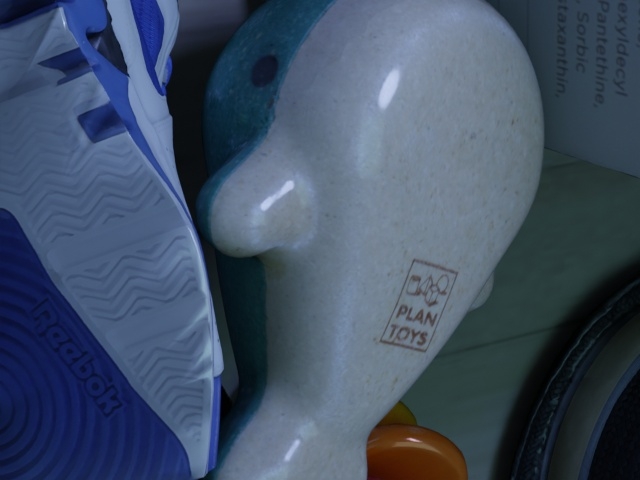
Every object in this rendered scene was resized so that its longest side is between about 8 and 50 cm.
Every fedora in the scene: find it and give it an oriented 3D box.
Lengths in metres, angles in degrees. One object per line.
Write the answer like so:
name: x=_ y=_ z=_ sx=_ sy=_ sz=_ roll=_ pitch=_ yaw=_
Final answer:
fedora: x=0.275 y=0.176 z=1.197 sx=0.334 sy=0.152 sz=0.334 roll=-15 pitch=117 yaw=-32

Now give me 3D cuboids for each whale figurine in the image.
whale figurine: x=0.000 y=0.000 z=0.876 sx=0.216 sy=0.141 sz=0.272 roll=14 pitch=95 yaw=-52

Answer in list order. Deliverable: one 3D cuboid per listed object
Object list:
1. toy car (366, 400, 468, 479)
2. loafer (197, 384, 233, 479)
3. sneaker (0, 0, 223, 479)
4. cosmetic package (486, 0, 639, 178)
toy car: x=0.005 y=0.167 z=0.997 sx=0.182 sy=0.136 sz=0.159 roll=-41 pitch=128 yaw=-17
loafer: x=-0.168 y=0.053 z=0.822 sx=0.366 sy=0.130 sz=0.134 roll=18 pitch=97 yaw=-40
sneaker: x=-0.104 y=-0.046 z=0.770 sx=0.127 sy=0.182 sz=0.316 roll=-15 pitch=91 yaw=13
cosmetic package: x=0.300 y=-0.202 z=0.877 sx=0.329 sy=0.393 sz=0.327 roll=-19 pitch=119 yaw=-38
